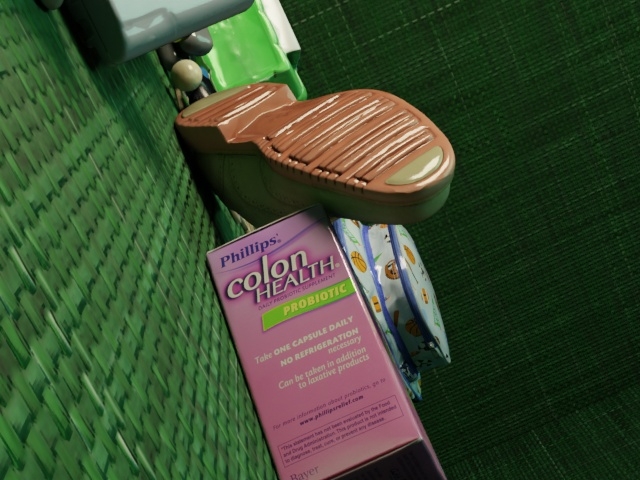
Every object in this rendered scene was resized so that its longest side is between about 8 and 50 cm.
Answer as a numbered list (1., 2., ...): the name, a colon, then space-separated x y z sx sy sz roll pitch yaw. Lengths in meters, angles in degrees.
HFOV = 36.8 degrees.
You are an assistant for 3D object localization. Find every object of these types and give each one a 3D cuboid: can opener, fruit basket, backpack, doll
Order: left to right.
1. can opener: -0.227 -0.343 1.223 0.095 0.076 0.283 6 54 -50
2. doll: -0.133 -0.155 1.193 0.189 0.046 0.129 63 7 -54
3. fruit basket: -0.125 -0.272 1.460 0.353 0.166 0.327 76 -10 -82
4. backpack: 0.045 0.081 1.291 0.263 0.213 0.276 51 14 -38

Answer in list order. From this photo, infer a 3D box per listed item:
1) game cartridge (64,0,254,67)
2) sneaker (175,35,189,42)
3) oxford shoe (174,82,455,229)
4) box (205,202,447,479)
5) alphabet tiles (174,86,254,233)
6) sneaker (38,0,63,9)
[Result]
1. game cartridge: -0.163 -0.303 0.769 0.196 0.060 0.294 -40 110 -49
2. sneaker: -0.183 -0.258 0.946 0.123 0.109 0.295 36 9 -3
3. oxford shoe: 0.000 -0.065 0.972 0.397 0.140 0.146 24 -41 54
4. box: 0.014 0.131 0.872 0.213 0.117 0.243 63 3 -56
5. alphabet tiles: -0.137 -0.103 1.274 0.198 0.009 0.237 -112 177 -54
6. sneaker: -0.182 -0.302 0.565 0.330 0.146 0.122 61 6 -52
